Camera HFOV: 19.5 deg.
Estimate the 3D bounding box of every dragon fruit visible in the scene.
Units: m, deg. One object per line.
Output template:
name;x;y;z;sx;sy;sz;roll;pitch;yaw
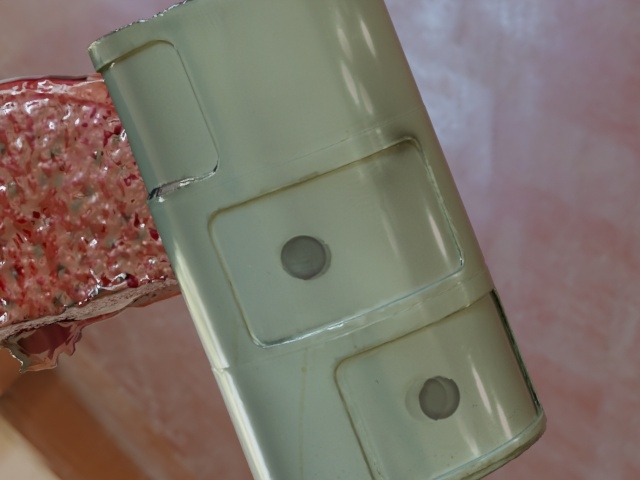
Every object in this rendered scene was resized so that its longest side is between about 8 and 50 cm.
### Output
dragon fruit;-0.157;-0.003;0.960;0.161;0.274;0.126;60;-168;-81

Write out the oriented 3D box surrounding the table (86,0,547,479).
table;0.000;0.000;0.787;0.126;0.126;0.220;-16;95;57
